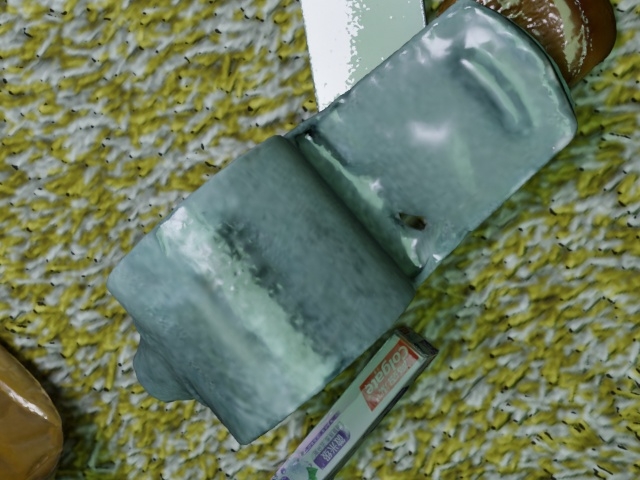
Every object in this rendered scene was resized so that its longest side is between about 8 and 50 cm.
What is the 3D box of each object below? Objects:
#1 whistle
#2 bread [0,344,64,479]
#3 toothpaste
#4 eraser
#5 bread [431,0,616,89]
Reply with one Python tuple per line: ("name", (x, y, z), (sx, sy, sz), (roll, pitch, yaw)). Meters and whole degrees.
("whistle", (0.011, -0.008, 0.726), (0.405, 0.188, 0.168), (-40, 89, -6))
("bread", (-0.373, 0.175, 0.802), (0.288, 0.204, 0.156), (36, 120, 5))
("toothpaste", (0.026, 0.161, 0.804), (0.040, 0.047, 0.196), (42, 103, 15))
("eraser", (0.038, -0.168, 0.758), (0.104, 0.023, 0.150), (-8, 98, 12))
("bread", (0.167, -0.175, 0.729), (0.126, 0.044, 0.129), (-42, 94, 14))
